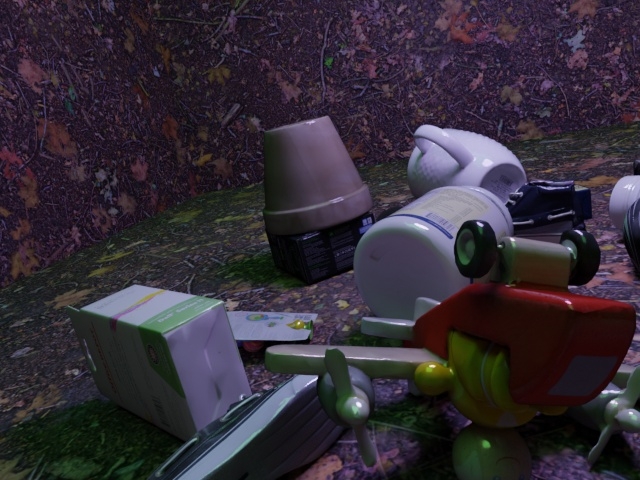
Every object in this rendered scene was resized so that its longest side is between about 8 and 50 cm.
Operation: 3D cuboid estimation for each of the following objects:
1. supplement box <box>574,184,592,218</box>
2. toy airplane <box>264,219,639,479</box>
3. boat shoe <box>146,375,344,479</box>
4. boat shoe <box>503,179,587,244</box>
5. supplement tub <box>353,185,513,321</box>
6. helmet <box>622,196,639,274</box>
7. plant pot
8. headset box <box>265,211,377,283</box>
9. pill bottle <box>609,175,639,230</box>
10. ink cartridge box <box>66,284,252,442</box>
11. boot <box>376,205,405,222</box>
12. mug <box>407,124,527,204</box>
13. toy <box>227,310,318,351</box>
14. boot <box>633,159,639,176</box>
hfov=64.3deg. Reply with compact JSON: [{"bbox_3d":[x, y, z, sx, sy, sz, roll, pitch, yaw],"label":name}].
[{"bbox_3d":[0.716,-0.107,1.436,0.056,0.083,0.083,-10,14,3],"label":"supplement box"},{"bbox_3d":[0.181,0.167,0.627,0.386,0.272,0.384,-13,-25,30],"label":"toy airplane"},{"bbox_3d":[-0.089,0.255,0.683,0.335,0.121,0.119,-26,25,-35],"label":"boat shoe"},{"bbox_3d":[0.507,-0.074,1.337,0.340,0.158,0.127,-2,18,32],"label":"boat shoe"},{"bbox_3d":[0.244,0.023,1.044,0.235,0.235,0.325,1,20,40],"label":"supplement tub"},{"bbox_3d":[0.678,-0.019,0.994,0.169,0.161,0.169,-13,15,4],"label":"helmet"},{"bbox_3d":[-0.035,-0.197,1.455,0.323,0.280,0.323,-13,16,4],"label":"plant pot"},{"bbox_3d":[0.000,0.000,1.500,0.246,0.131,0.283,-20,16,-20],"label":"headset box"},{"bbox_3d":[0.797,-0.071,1.099,0.162,0.162,0.278,-20,17,-27],"label":"pill bottle"},{"bbox_3d":[-0.289,0.196,0.885,0.353,0.207,0.119,3,23,42],"label":"ink cartridge box"},{"bbox_3d":[0.301,-0.045,1.572,0.115,0.112,0.305,14,-10,-40],"label":"boot"},{"bbox_3d":[0.429,-0.218,1.557,0.276,0.374,0.328,-50,25,3],"label":"mug"},{"bbox_3d":[-0.130,0.195,1.060,0.237,0.056,0.137,-4,13,10],"label":"toy"},{"bbox_3d":[0.992,-0.157,1.328,0.284,0.138,0.377,-4,12,27],"label":"boot"}]
